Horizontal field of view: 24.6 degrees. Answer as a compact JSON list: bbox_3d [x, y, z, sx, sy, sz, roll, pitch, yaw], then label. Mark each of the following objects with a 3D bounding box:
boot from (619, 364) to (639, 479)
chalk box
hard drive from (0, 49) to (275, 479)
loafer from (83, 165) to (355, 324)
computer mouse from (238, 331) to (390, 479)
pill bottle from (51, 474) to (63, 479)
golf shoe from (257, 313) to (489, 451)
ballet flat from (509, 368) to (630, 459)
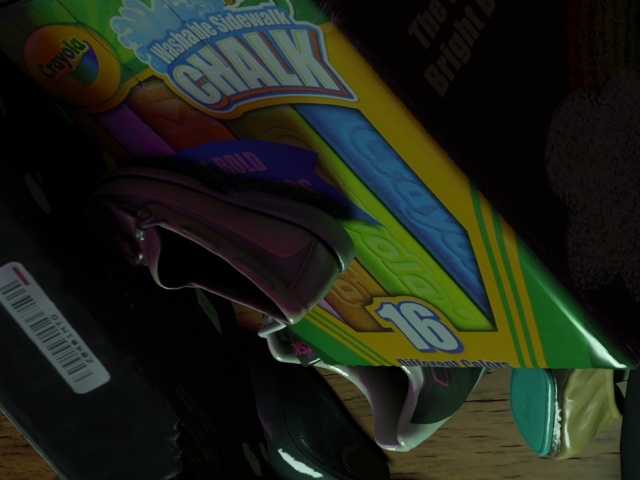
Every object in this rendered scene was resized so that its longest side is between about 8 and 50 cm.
[{"bbox_3d":[0.331,0.194,0.795,0.367,0.146,0.445,21,148,17],"label":"boot"},{"bbox_3d":[0.008,-0.106,0.545,0.179,0.180,0.289,-6,135,51],"label":"chalk box"},{"bbox_3d":[-0.118,-0.018,0.707,0.237,0.064,0.339,58,-172,-35],"label":"hard drive"},{"bbox_3d":[-0.046,0.002,0.541,0.125,0.039,0.045,10,148,38],"label":"loafer"},{"bbox_3d":[-0.012,0.178,1.190,0.188,0.072,0.272,1,141,48],"label":"computer mouse"},{"bbox_3d":[-0.123,0.401,1.524,0.408,0.229,0.229,44,152,-24],"label":"pill bottle"},{"bbox_3d":[0.000,0.000,0.810,0.273,0.120,0.105,42,154,-19],"label":"golf shoe"},{"bbox_3d":[0.140,0.043,0.799,0.232,0.073,0.080,79,166,-59],"label":"ballet flat"}]
